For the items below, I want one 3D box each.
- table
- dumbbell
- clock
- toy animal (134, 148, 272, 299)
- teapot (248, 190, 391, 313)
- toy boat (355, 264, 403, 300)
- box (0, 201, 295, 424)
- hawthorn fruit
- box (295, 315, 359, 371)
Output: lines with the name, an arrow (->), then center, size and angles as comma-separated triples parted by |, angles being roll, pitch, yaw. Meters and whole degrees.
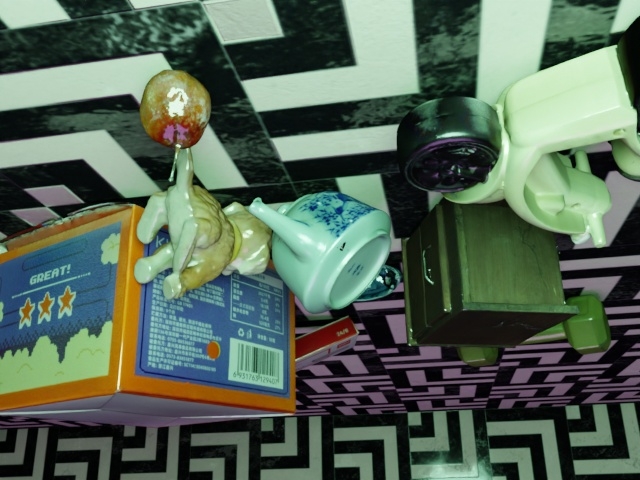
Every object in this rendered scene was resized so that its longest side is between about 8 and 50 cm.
table -> 0.217, 0.044, 0.925 | 0.173, 0.169, 0.193 | 3, 159, -10
dumbbell -> 0.428, 0.189, 1.385 | 0.302, 0.121, 0.108 | -13, 127, 26
clock -> 0.288, -0.099, 0.644 | 0.379, 0.120, 0.276 | -18, 148, 35
toy animal -> -0.121, -0.027, 0.835 | 0.104, 0.183, 0.185 | 33, -157, 36
teapot -> 0.000, 0.000, 0.869 | 0.159, 0.158, 0.232 | -10, 167, 22
toy boat -> 0.077, 0.071, 1.131 | 0.137, 0.060, 0.061 | -10, 178, 31
box -> -0.260, 0.134, 1.013 | 0.319, 0.256, 0.349 | -14, 156, 34
hawthorn fruit -> -0.131, -0.104, 0.621 | 0.067, 0.103, 0.066 | -9, 161, -3
box -> -0.032, 0.241, 1.462 | 0.230, 0.050, 0.123 | -22, 159, -11
